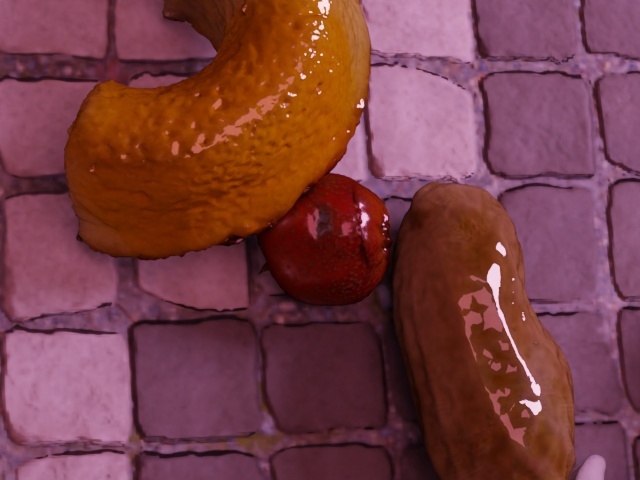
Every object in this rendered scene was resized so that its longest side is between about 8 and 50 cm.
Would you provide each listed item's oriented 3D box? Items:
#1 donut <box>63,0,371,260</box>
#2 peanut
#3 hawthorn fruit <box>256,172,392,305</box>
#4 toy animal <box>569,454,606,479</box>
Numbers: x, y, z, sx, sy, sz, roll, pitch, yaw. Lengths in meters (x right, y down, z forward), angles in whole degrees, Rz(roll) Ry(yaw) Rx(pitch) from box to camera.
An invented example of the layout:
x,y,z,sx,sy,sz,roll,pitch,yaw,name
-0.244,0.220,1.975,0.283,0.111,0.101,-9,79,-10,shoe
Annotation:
x,y,z,sx,sy,sz,roll,pitch,yaw,name
-0.048,-0.109,1.209,0.152,0.101,0.259,14,68,14,donut
0.103,0.070,1.241,0.108,0.095,0.226,-1,71,-46,peanut
0.000,0.000,1.238,0.093,0.093,0.093,4,77,-15,hawthorn fruit
0.172,0.237,1.209,0.131,0.103,0.221,13,71,-43,toy animal
